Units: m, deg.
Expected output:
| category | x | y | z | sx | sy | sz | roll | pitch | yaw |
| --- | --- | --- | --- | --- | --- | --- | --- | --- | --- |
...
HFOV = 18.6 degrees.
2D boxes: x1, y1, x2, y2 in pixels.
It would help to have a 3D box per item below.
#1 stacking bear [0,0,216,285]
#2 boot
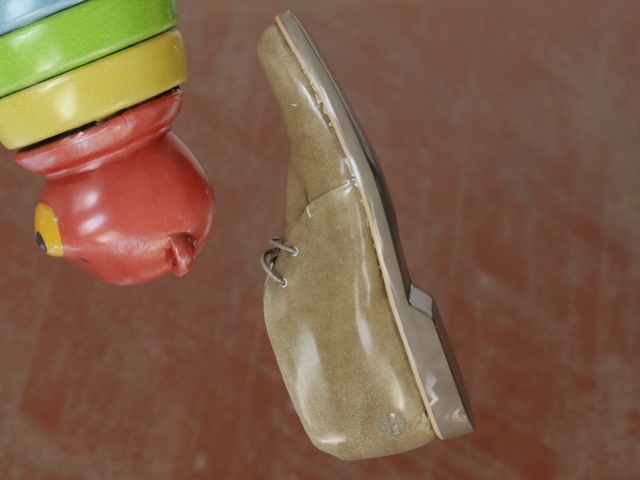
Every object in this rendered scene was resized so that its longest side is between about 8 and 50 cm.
| category | x | y | z | sx | sy | sz | roll | pitch | yaw |
| --- | --- | --- | --- | --- | --- | --- | --- | --- | --- |
| stacking bear | -0.161 | -0.106 | 1.271 | 0.164 | 0.175 | 0.289 | -25 | 99 | -26 |
| boot | 0.000 | 0.000 | 1.293 | 0.112 | 0.115 | 0.305 | -25 | 96 | -81 |
